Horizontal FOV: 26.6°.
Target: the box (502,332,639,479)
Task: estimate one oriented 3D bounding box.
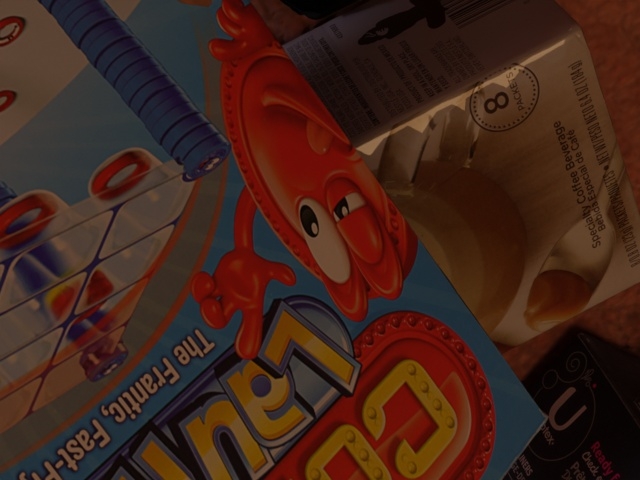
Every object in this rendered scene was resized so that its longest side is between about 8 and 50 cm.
[{"bbox_3d":[0.213,0.181,0.744,0.247,0.163,0.142,23,115,-32],"label":"box"}]

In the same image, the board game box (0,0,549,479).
[{"bbox_3d":[-0.119,0.027,0.361,0.302,0.308,0.086,53,138,-7],"label":"board game box"}]

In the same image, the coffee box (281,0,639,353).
[{"bbox_3d":[0.000,0.000,0.576,0.246,0.098,0.141,-28,128,0],"label":"coffee box"}]

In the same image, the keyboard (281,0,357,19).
[{"bbox_3d":[-0.033,-0.155,0.489,0.100,0.038,0.192,-18,144,40],"label":"keyboard"}]
